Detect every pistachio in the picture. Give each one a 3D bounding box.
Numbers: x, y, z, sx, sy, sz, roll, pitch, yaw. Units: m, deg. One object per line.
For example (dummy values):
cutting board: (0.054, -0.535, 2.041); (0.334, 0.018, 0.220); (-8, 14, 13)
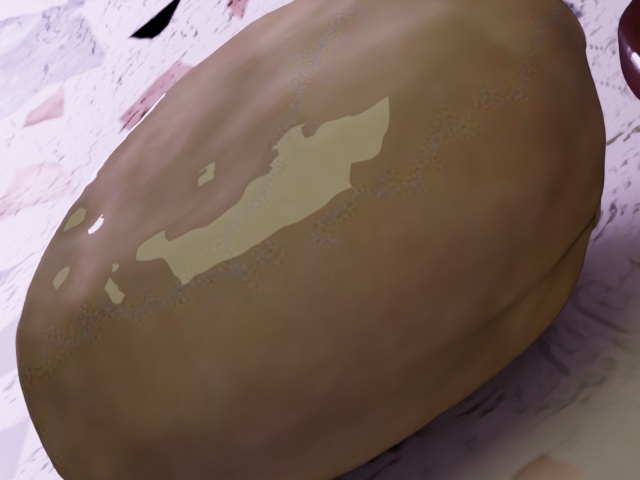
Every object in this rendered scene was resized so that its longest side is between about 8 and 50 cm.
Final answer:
pistachio: (0.000, 0.000, 0.843); (0.299, 0.187, 0.187); (-37, 32, -8)

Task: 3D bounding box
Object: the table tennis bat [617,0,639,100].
table tennis bat: (0.186, -0.081, 0.665); (0.200, 0.038, 0.310); (-13, 23, -18)
